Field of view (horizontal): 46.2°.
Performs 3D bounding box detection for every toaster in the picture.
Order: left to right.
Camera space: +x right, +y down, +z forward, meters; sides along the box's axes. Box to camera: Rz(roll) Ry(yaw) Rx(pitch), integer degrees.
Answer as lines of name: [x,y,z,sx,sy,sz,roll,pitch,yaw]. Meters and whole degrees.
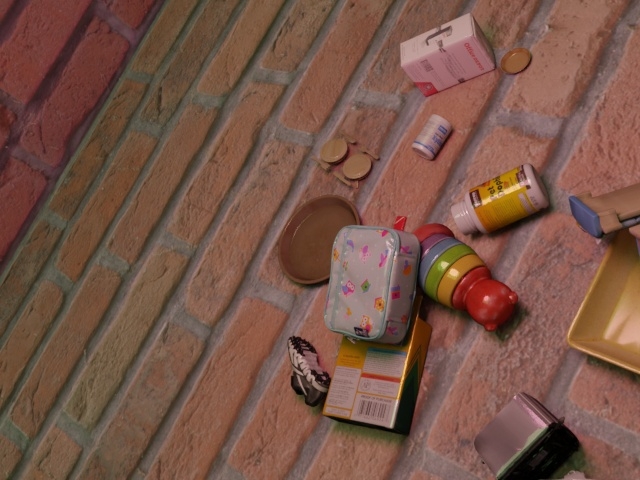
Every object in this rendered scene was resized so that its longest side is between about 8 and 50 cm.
toaster: [0.416,0.405,1.498,0.185,0.168,0.110,-48,46,6]

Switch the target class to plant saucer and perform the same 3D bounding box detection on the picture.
plant saucer: [0.000,0.000,2.126,0.278,0.041,0.278,-17,56,28]
plant saucer: [0.526,-0.481,2.017,0.083,0.015,0.083,-18,57,29]
plant saucer: [0.712,0.129,1.492,0.333,0.081,0.333,22,80,41]

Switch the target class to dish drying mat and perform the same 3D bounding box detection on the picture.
dish drying mat: [0.206,-0.027,2.008,0.032,0.008,0.083,6,69,38]

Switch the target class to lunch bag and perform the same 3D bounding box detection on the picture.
lunch bag: [0.112,0.105,1.774,0.224,0.108,0.279,7,86,46]

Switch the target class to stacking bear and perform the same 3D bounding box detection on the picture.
stacking bear: [0.330,0.095,1.754,0.175,0.164,0.289,-51,51,2]

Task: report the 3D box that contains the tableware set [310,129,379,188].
tableware set: [0.076,-0.233,2.203,0.128,0.039,0.194,-44,52,-7]

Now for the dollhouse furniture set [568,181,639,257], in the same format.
dollhouse furniture set: [0.692,-0.009,1.489,0.286,0.198,0.303,-19,21,2]

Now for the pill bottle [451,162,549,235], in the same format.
pill bottle: [0.428,-0.092,1.802,0.215,0.117,0.117,-26,52,23]

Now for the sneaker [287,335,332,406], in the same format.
sneaker: [-0.046,0.341,1.941,0.106,0.078,0.234,-62,34,17]

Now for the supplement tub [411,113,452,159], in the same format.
supplement tub: [0.302,-0.280,2.035,0.071,0.071,0.107,31,87,43]

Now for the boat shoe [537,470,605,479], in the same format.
boat shoe: [0.502,0.479,1.448,0.184,0.066,0.063,0,55,24]

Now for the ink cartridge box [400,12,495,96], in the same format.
ink cartridge box: [0.351,-0.509,2.067,0.218,0.158,0.092,-16,56,29]

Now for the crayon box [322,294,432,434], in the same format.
crayon box: [0.146,0.291,1.824,0.203,0.083,0.323,1,67,38]
